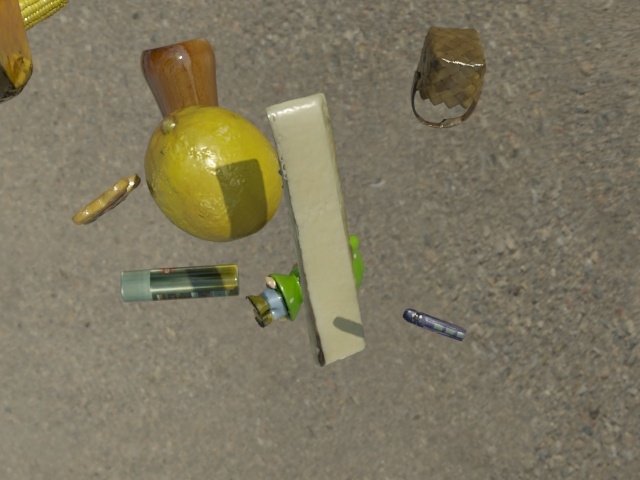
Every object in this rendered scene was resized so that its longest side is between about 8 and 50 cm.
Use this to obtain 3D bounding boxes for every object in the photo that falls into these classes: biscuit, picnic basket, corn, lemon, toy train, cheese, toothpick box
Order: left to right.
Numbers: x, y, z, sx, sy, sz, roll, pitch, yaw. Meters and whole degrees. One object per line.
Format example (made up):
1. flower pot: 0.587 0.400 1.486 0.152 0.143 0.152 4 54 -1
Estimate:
1. corn: -0.569 -0.426 1.524 0.081 0.248 0.081 36 153 22
2. biscuit: -0.436 -0.084 1.698 0.153 0.234 0.030 -37 97 -5
3. toothpick box: -0.266 -0.261 1.694 0.192 0.192 0.294 1 111 36
4. lemon: -0.188 -0.116 1.458 0.263 0.236 0.236 35 131 -19
5. cheese: 0.000 -0.001 1.105 0.034 0.085 0.400 42 148 54
6. toy train: 0.129 0.096 0.926 0.017 0.083 0.017 30 98 61
7. picnic basket: 0.229 -0.283 1.481 0.128 0.137 0.178 2 133 -1

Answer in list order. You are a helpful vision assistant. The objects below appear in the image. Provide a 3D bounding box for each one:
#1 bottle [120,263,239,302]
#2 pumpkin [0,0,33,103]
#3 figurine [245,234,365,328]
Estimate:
1. bottle: -0.345 0.106 2.021 0.286 0.082 0.082 -4 107 -4
2. pumpkin: -0.497 -0.283 0.985 0.225 0.303 0.256 -6 81 -1
3. figurine: -0.023 0.088 1.694 0.143 0.263 0.162 39 153 48
